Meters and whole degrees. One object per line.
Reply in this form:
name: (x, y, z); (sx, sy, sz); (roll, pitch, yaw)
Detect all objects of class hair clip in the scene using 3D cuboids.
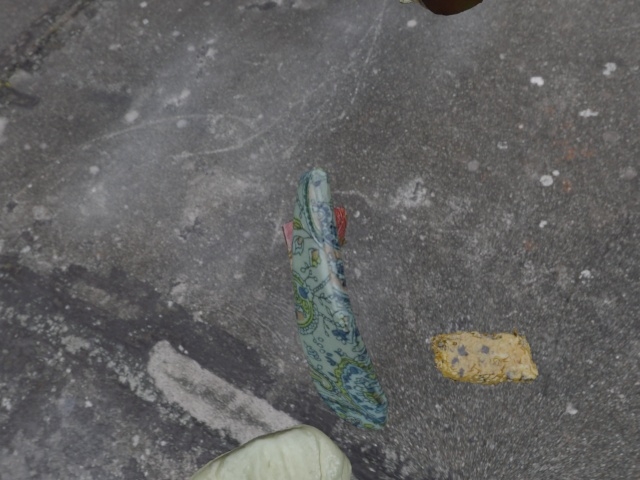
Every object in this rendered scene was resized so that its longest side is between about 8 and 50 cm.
hair clip: (0.009, 0.060, 0.344); (0.066, 0.228, 0.036); (10, 31, 40)

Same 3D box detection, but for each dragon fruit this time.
dragon fruit: (0.000, 0.000, 0.963); (0.161, 0.120, 0.127); (-23, 92, -5)

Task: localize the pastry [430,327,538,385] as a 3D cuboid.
pastry: (0.233, 0.168, 0.666); (0.141, 0.056, 0.079); (-6, 71, 4)

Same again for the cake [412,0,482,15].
cake: (0.234, -0.570, 0.931); (0.185, 0.208, 0.178); (-38, 36, 14)

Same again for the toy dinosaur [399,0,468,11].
toy dinosaur: (0.279, -0.595, 1.129); (0.180, 0.037, 0.058); (25, 104, 35)

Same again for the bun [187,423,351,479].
bun: (-0.075, 0.362, 0.637); (0.244, 0.243, 0.153); (-28, 55, -1)
